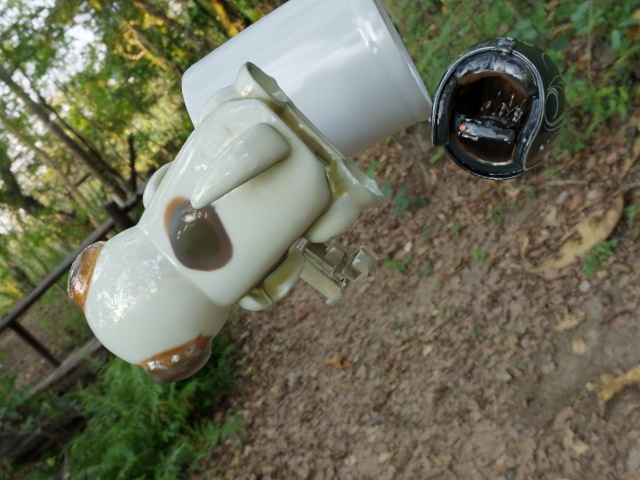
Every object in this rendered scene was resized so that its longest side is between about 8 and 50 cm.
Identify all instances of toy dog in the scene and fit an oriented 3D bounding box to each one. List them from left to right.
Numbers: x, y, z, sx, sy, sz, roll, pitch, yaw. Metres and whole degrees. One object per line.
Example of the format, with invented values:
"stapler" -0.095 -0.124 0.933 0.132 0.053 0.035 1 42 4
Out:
"toy dog" -0.142 0.008 0.947 0.408 0.284 0.395 -45 10 14

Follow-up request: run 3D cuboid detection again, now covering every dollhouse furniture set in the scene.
"dollhouse furniture set" 0.000 0.000 1.228 0.101 0.182 0.161 -57 8 -35

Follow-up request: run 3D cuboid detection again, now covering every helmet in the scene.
"helmet" 0.214 -0.156 0.831 0.169 0.169 0.161 -37 -8 22

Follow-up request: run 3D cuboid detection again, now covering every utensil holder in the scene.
"utensil holder" -0.021 -0.292 1.330 0.385 0.327 0.327 -28 17 16

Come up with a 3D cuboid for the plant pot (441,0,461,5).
"plant pot" 0.245 -0.443 1.154 0.083 0.083 0.079 -48 29 -20
